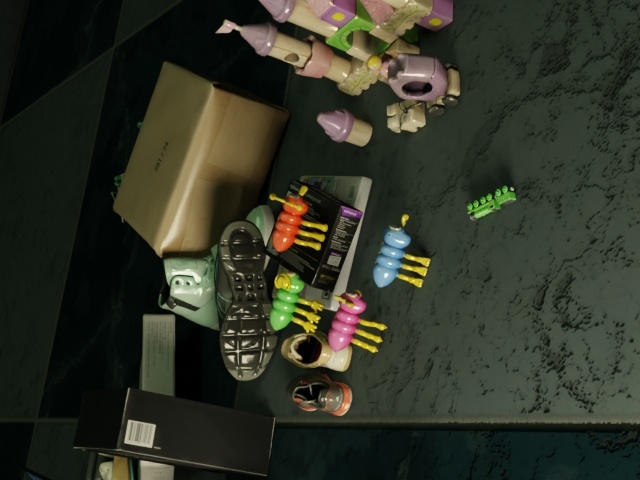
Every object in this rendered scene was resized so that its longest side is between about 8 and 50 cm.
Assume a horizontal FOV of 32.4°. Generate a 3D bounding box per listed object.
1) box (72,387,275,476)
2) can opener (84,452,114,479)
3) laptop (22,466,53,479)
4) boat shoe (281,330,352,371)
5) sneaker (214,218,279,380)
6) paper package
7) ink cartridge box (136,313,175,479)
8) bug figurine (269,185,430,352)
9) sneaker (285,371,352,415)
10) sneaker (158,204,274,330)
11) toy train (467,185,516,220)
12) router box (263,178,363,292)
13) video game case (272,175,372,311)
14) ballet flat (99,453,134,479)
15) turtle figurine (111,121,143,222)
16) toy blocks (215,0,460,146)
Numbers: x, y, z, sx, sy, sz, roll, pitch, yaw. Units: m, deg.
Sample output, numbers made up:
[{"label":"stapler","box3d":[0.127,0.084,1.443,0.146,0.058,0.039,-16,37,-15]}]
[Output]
[{"label":"box","box3d":[-0.233,0.307,1.755,0.184,0.261,0.103,-18,61,54]},{"label":"can opener","box3d":[-0.419,0.484,2.153,0.074,0.093,0.280,-41,33,26]},{"label":"laptop","box3d":[-0.532,0.611,2.212,0.234,0.136,0.264,-3,73,59]},{"label":"boat shoe","box3d":[-0.019,0.164,1.677,0.170,0.059,0.063,-5,71,58]},{"label":"sneaker","box3d":[-0.127,0.098,1.843,0.106,0.101,0.268,178,92,-75]},{"label":"paper package","box3d":[-0.236,-0.146,2.084,0.309,0.168,0.325,33,104,58]},{"label":"ink cartridge box","box3d":[-0.309,0.327,2.065,0.261,0.066,0.296,106,163,-56]},{"label":"bug figurine","box3d":[0.013,0.043,1.584,0.279,0.072,0.216,17,93,37]},{"label":"sneaker","box3d":[-0.017,0.222,1.639,0.158,0.064,0.061,-5,71,57]},{"label":"sneaker","box3d":[-0.187,0.037,1.926,0.256,0.151,0.094,-60,31,18]},{"label":"toy train","box3d":[0.222,-0.048,1.434,0.083,0.017,0.024,-30,61,49]},{"label":"router box","box3d":[-0.014,-0.010,1.723,0.179,0.046,0.133,32,104,58]},{"label":"video game case","box3d":[0.000,0.000,1.766,0.193,0.023,0.213,6,81,59]},{"label":"ballet flat","box3d":[-0.393,0.424,2.122,0.232,0.073,0.080,-100,13,-49]},{"label":"turtle figurine","box3d":[-0.356,-0.125,2.327,0.175,0.118,0.234,73,-159,-67]},{"label":"toy blocks","box3d":[0.023,-0.322,1.656,0.288,0.260,0.309,-32,49,48]}]
